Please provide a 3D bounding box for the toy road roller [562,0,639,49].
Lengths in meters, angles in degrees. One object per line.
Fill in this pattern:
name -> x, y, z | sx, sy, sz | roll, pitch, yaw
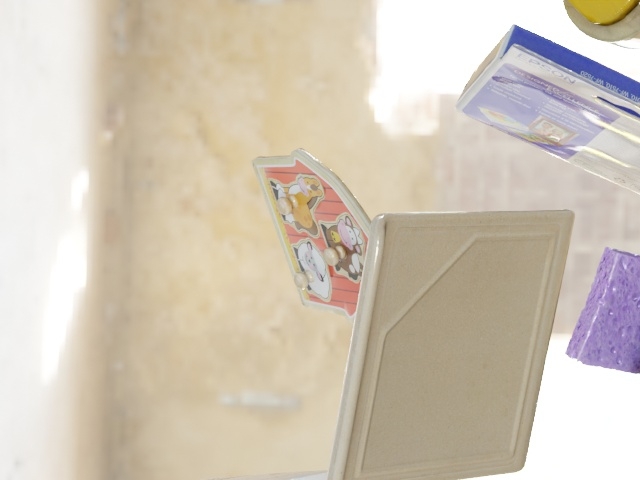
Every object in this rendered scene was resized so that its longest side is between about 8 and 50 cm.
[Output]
toy road roller -> 0.327, -0.403, 2.251 | 0.329, 0.240, 0.202 | 51, 18, 13

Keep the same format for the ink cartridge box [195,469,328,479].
ink cartridge box -> -0.110, 0.274, 1.793 | 0.237, 0.172, 0.100 | -14, -96, 52

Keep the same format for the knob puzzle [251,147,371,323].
knob puzzle -> 0.000, 0.000, 1.980 | 0.213, 0.030, 0.213 | 41, -35, 37

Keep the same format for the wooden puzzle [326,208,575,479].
wooden puzzle -> 0.097, 0.082, 1.512 | 0.238, 0.044, 0.221 | -3, 108, -44

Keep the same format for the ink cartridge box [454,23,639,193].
ink cartridge box -> 0.330, -0.146, 2.240 | 0.307, 0.303, 0.072 | 131, -16, -76

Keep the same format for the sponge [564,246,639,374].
sponge -> 0.352, 0.081, 1.957 | 0.031, 0.210, 0.117 | 36, -69, 60
